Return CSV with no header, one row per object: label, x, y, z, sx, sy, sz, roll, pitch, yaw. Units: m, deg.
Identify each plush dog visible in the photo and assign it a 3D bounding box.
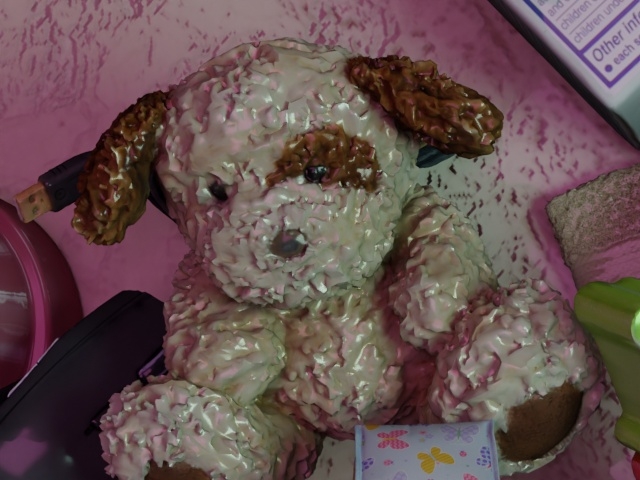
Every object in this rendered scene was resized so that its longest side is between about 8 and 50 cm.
plush dog,0.000,0.000,0.901,0.262,0.210,0.225,-12,116,10

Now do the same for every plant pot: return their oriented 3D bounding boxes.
plant pot,-0.269,0.053,1.033,0.201,0.180,0.201,-2,83,16

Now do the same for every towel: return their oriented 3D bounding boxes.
towel,0.209,-0.001,0.978,0.148,0.027,0.110,-19,77,13

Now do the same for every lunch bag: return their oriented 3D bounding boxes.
lunch bag,0.049,0.126,0.800,0.071,0.083,0.053,-4,122,3

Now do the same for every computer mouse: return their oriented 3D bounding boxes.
computer mouse,-0.132,0.056,0.978,0.262,0.060,0.184,-35,97,-16

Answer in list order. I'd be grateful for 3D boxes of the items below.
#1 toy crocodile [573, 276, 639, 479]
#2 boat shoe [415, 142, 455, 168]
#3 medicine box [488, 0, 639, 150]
toy crocodile,0.231,0.149,0.843,0.105,0.115,0.340,-44,113,-8
boat shoe,0.005,-0.062,1.033,0.183,0.083,0.065,-6,79,43
medicine box,0.170,-0.246,0.959,0.263,0.149,0.289,-43,73,7
